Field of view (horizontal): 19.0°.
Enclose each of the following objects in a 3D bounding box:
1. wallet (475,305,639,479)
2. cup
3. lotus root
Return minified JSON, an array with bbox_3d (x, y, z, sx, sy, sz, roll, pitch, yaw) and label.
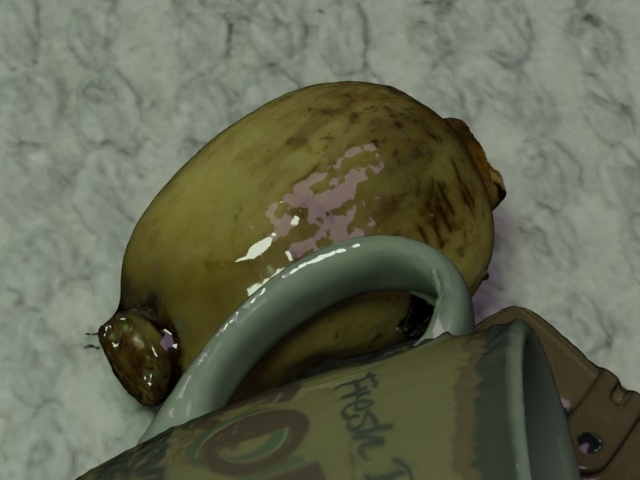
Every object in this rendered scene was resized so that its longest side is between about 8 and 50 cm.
[{"bbox_3d":[0.122,0.110,1.032,0.118,0.038,0.153,-34,64,-27],"label":"wallet"},{"bbox_3d":[-0.011,0.132,0.864,0.257,0.227,0.301,-9,55,10],"label":"cup"},{"bbox_3d":[0.000,0.000,1.031,0.257,0.140,0.154,-34,59,-23],"label":"lotus root"}]
